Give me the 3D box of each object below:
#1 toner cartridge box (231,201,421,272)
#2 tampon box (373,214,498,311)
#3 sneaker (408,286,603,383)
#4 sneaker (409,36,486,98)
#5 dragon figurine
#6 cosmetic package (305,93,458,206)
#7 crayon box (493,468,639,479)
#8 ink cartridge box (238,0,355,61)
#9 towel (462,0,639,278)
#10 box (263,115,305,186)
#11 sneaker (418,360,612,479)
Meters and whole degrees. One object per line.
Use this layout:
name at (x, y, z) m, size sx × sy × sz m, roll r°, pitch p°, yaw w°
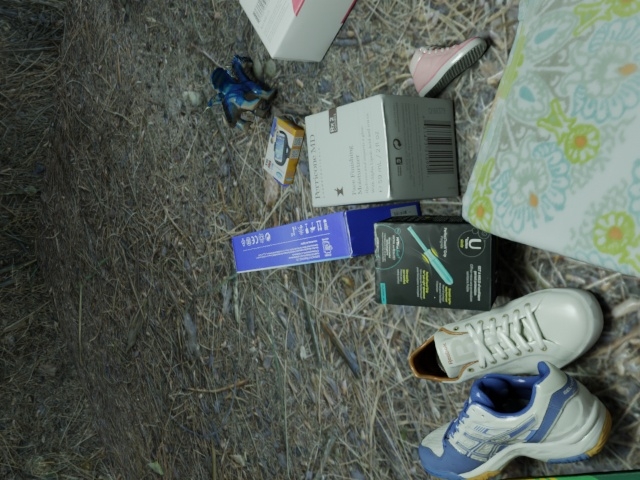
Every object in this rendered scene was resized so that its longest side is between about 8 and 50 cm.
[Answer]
toner cartridge box at (0.000, 0.000, 1.082) m, size 0.348 × 0.165 × 0.075 m, roll -10°, pitch 88°, yaw 53°
tampon box at (0.168, 0.028, 0.872) m, size 0.161 × 0.101 × 0.120 m, roll 2°, pitch 99°, yaw 21°
sneaker at (0.239, 0.147, 0.836) m, size 0.290 × 0.123 × 0.105 m, roll -37°, pitch 65°, yaw 47°
sneaker at (0.178, -0.271, 0.896) m, size 0.134 × 0.051 × 0.070 m, roll -38°, pitch 72°, yaw 53°
dragon figurine at (-0.186, -0.293, 1.242) m, size 0.144 × 0.289 × 0.085 m, roll 27°, pitch 128°, yaw 3°
cosmetic package at (0.092, -0.133, 0.948) m, size 0.184 × 0.152 × 0.151 m, roll -2°, pitch 93°, yaw 53°
crayon box at (0.350, 0.455, 0.691) m, size 0.313 × 0.106 × 0.362 m, roll -34°, pitch 55°, yaw 50°
ink cartridge box at (-0.059, -0.499, 1.108) m, size 0.207 × 0.117 × 0.282 m, roll -52°, pitch 56°, yaw 43°
towel at (0.319, -0.128, 0.611) m, size 0.374 × 0.090 × 0.320 m, roll 26°, pitch 103°, yaw 59°
box at (-0.079, -0.180, 1.263) m, size 0.081 × 0.028 × 0.136 m, roll 41°, pitch 125°, yaw 40°
sneaker at (0.233, 0.240, 0.837) m, size 0.131 × 0.112 × 0.296 m, roll 47°, pitch 131°, yaw -9°
